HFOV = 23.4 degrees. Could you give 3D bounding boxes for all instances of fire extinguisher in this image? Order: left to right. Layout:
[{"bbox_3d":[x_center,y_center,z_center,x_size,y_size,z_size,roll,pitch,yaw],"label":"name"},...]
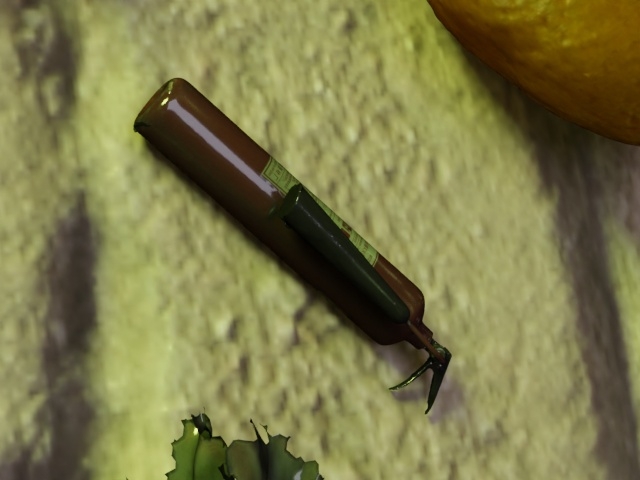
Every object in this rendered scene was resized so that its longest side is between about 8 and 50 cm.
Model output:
[{"bbox_3d":[0.000,0.000,0.617,0.173,0.049,0.035,42,53,-15],"label":"fire extinguisher"}]

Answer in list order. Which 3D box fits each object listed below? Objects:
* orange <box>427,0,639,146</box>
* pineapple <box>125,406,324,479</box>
[{"bbox_3d":[0.165,-0.162,0.674,0.249,0.183,0.248,8,73,-27],"label":"orange"},{"bbox_3d":[-0.011,0.237,0.490,0.175,0.175,0.361,-25,83,-32],"label":"pineapple"}]
